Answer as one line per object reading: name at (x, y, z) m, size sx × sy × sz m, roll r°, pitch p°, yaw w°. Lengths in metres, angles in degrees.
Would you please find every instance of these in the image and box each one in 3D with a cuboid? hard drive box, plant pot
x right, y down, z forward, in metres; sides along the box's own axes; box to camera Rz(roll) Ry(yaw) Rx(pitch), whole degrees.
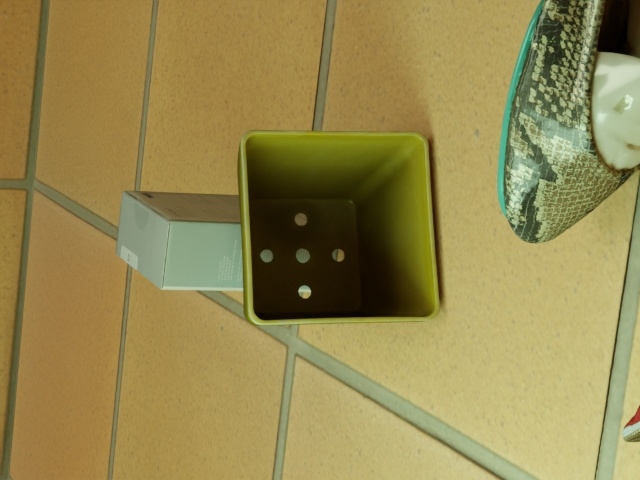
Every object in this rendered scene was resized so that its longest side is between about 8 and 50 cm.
hard drive box at (-0.120, 0.000, 1.832) m, size 0.181 × 0.232 × 0.089 m, roll 29°, pitch 114°, yaw 61°
plant pot at (0.000, 0.000, 1.644) m, size 0.187 × 0.212 × 0.212 m, roll 144°, pitch 124°, yaw -72°

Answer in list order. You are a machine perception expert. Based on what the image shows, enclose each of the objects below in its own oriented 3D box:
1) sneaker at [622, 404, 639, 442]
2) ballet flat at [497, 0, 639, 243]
sneaker at (0.290, 0.121, 1.216) m, size 0.118 × 0.042 × 0.067 m, roll -46°, pitch 51°, yaw 42°
ballet flat at (0.267, -0.216, 1.193) m, size 0.182 × 0.164 × 0.483 m, roll 18°, pitch 104°, yaw 41°
